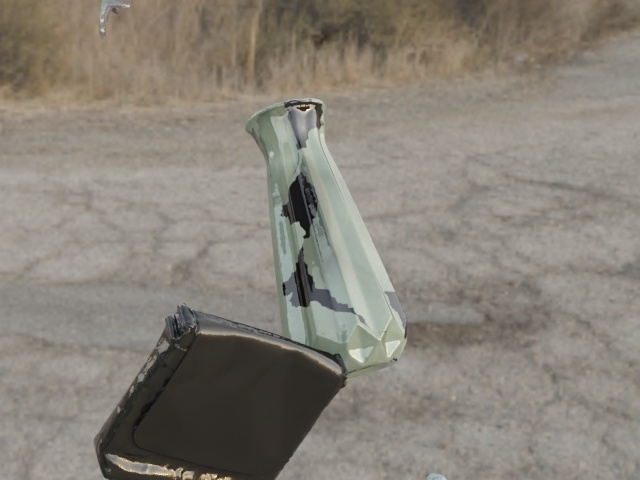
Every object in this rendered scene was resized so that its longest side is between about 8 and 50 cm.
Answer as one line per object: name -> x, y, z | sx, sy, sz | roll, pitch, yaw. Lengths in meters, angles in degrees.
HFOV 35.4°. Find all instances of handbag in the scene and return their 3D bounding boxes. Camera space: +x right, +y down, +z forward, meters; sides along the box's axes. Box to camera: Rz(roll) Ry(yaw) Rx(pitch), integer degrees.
handbag -> -0.115, 0.188, 1.146 | 0.246, 0.223, 0.080 | 21, 19, -37

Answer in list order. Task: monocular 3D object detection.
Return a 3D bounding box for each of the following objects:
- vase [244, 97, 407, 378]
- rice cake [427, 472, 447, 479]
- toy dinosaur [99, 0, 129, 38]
vase -> 0.000, 0.000, 1.318 | 0.165, 0.360, 0.165 | -14, -13, -3
rice cake -> 0.154, 0.444, 1.494 | 0.033, 0.033, 0.208 | -11, 45, 40
toy dinosaur -> -0.166, -0.250, 0.777 | 0.082, 0.209, 0.039 | 7, -25, -37
